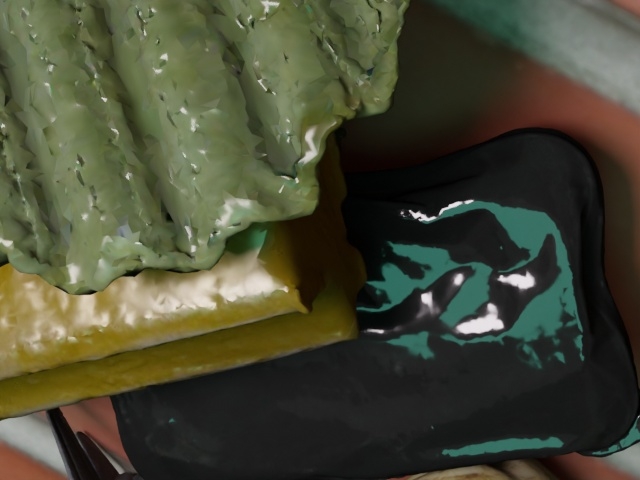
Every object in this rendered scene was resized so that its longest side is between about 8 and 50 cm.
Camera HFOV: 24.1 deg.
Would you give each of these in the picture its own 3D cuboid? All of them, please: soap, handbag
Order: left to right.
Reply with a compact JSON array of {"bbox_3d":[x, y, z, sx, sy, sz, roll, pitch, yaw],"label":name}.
[{"bbox_3d":[-0.137,-0.045,0.817,0.281,0.143,0.259,-16,77,19],"label":"soap"},{"bbox_3d":[0.026,0.047,0.877,0.332,0.075,0.192,-9,100,18],"label":"handbag"}]

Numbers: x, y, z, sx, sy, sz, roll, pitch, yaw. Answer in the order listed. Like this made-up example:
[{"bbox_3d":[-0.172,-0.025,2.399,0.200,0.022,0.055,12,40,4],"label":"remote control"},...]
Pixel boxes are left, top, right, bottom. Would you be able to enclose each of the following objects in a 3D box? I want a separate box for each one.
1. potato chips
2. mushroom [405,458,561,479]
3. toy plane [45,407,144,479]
[{"bbox_3d":[-0.158,-0.172,0.701,0.358,0.070,0.429,-20,78,-9],"label":"potato chips"},{"bbox_3d":[0.092,0.189,0.929,0.148,0.148,0.112,-47,59,26],"label":"mushroom"},{"bbox_3d":[-0.120,0.217,0.900,0.212,0.267,0.088,44,110,-11],"label":"toy plane"}]
